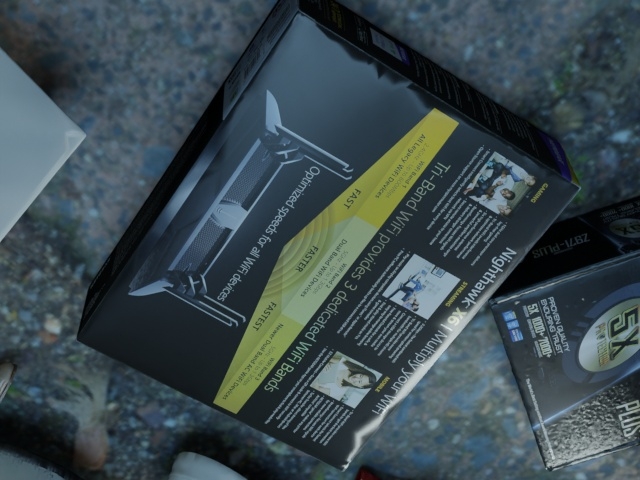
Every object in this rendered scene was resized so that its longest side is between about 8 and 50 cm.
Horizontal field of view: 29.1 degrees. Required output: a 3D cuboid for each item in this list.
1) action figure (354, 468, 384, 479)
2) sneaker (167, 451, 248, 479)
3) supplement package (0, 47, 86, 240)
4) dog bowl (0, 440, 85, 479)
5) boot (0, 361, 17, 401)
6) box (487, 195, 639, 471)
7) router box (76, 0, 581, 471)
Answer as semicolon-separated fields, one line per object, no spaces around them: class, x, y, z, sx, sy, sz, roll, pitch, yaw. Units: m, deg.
action figure;0.150;0.306;1.088;0.280;0.091;0.139;16;102;-11
sneaker;-0.040;0.327;1.040;0.292;0.169;0.108;36;151;-14
supplement package;-0.325;-0.076;0.770;0.262;0.204;0.145;47;148;-24
dog bowl;-0.341;0.354;1.041;0.408;0.150;0.408;0;125;0
boot;-0.310;0.125;0.998;0.087;0.042;0.118;31;113;-16
box;0.220;0.076;0.975;0.147;0.077;0.180;-18;118;6
router box;0.000;0.000;0.920;0.243;0.081;0.309;30;114;-18
